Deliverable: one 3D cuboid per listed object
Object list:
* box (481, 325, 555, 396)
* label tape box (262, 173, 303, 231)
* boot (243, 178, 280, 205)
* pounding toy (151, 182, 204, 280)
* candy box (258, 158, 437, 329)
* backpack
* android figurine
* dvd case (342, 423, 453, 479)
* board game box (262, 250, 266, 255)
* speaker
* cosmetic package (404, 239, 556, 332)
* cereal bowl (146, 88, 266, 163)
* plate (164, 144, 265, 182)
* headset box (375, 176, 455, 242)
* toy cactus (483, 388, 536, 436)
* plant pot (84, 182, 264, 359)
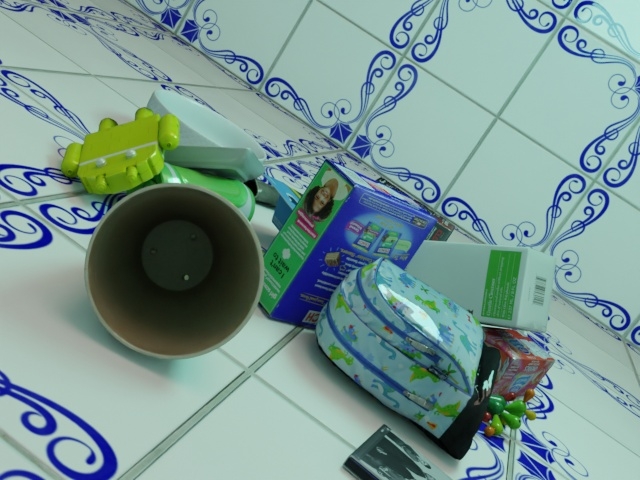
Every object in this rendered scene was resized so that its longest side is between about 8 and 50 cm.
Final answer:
[{"bbox_3d":[0.452,0.299,2.031,0.128,0.123,0.256,43,18,34],"label":"box"},{"bbox_3d":[0.000,0.000,2.011,0.347,0.115,0.249,26,16,-43],"label":"label tape box"},{"bbox_3d":[-0.098,-0.107,2.284,0.208,0.076,0.189,28,0,-43],"label":"boot"},{"bbox_3d":[-0.273,-0.014,1.529,0.141,0.130,0.100,35,15,8],"label":"pounding toy"},{"bbox_3d":[0.044,0.027,1.685,0.268,0.317,0.122,20,18,-43],"label":"candy box"},{"bbox_3d":[0.167,0.201,1.584,0.355,0.274,0.290,23,27,10],"label":"backpack"},{"bbox_3d":[-0.403,-0.181,1.672,0.273,0.248,0.056,-99,173,-54],"label":"android figurine"},{"bbox_3d":[0.163,0.399,1.313,0.238,0.030,0.179,38,16,15],"label":"dvd case"},{"bbox_3d":[-0.135,0.055,1.794,0.259,0.030,0.136,23,16,-33],"label":"board game box"},{"bbox_3d":[-0.273,-0.091,1.784,0.131,0.131,0.296,42,17,30],"label":"speaker"},{"bbox_3d":[0.382,0.109,2.061,0.365,0.197,0.155,3,-8,43],"label":"cosmetic package"},{"bbox_3d":[-0.317,-0.248,2.154,0.338,0.141,0.339,30,16,-10],"label":"cereal bowl"},{"bbox_3d":[-0.277,-0.169,1.875,0.277,0.045,0.278,1,-5,3],"label":"plate"},{"bbox_3d":[0.229,-0.011,2.366,0.293,0.218,0.110,35,16,6],"label":"headset box"},{"bbox_3d":[0.362,0.343,1.789,0.219,0.112,0.180,3,22,-46],"label":"toy cactus"},{"bbox_3d":[-0.230,0.034,1.319,0.256,0.257,0.274,30,0,-10],"label":"plant pot"}]
